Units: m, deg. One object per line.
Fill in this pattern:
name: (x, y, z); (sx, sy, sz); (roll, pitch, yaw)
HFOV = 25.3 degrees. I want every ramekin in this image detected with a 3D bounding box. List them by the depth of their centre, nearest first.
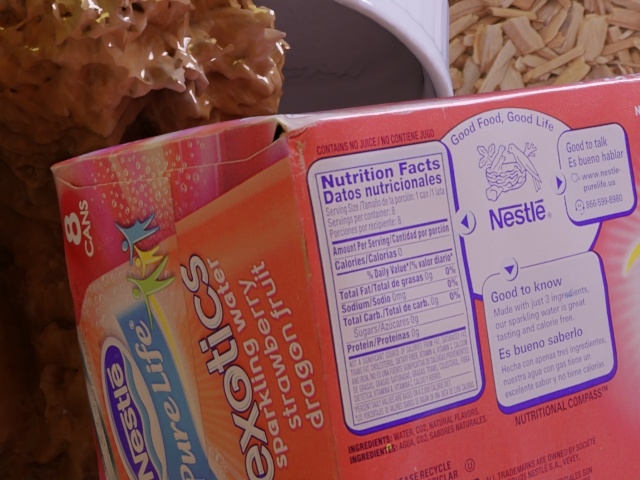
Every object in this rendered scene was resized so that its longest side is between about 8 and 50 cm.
ramekin: (-0.026, -0.155, 1.132); (0.277, 0.135, 0.277); (7, -34, 5)

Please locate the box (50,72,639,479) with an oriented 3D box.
box: (0.073, 0.019, 0.520); (0.300, 0.154, 0.142); (-12, 6, -38)

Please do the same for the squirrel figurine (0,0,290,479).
squirrel figurine: (-0.214, -0.057, 0.606); (0.397, 0.371, 0.281); (-9, 4, -7)
